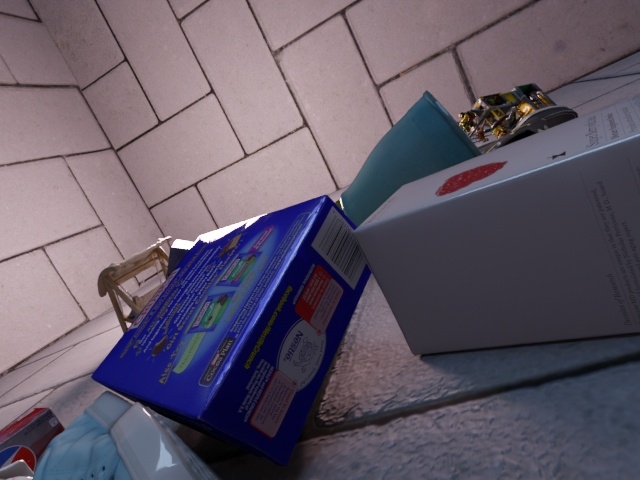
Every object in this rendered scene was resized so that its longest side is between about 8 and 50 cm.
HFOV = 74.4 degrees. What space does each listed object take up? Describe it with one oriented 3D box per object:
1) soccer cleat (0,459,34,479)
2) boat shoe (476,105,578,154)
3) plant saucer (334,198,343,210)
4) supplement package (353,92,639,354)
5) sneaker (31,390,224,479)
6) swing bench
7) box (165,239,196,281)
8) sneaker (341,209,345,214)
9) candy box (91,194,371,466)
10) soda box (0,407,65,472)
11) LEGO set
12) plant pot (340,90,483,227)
[{"bbox_3d":[-0.379,0.328,0.450,0.143,0.116,0.331,-33,12,-30],"label":"soccer cleat"},{"bbox_3d":[0.534,-0.251,1.095,0.324,0.116,0.097,-26,21,-2],"label":"boat shoe"},{"bbox_3d":[0.084,-0.058,1.220,0.188,0.045,0.188,-36,-27,-42],"label":"plant saucer"},{"bbox_3d":[0.220,-0.008,0.464,0.293,0.175,0.177,-19,13,37],"label":"supplement package"},{"bbox_3d":[-0.208,0.255,0.420,0.366,0.135,0.150,-23,21,53],"label":"sneaker"},{"bbox_3d":[-0.592,0.156,1.449,0.165,0.254,0.253,-20,12,31],"label":"swing bench"},{"bbox_3d":[-0.279,0.126,0.864,0.076,0.242,0.307,7,0,-17],"label":"box"},{"bbox_3d":[0.000,0.000,1.108,0.208,0.081,0.094,-52,-14,20],"label":"sneaker"},{"bbox_3d":[-0.116,0.100,0.543,0.317,0.122,0.268,-10,42,47],"label":"candy box"},{"bbox_3d":[-0.522,0.376,0.631,0.083,0.092,0.263,-18,13,38],"label":"soda box"},{"bbox_3d":[0.573,-0.319,1.276,0.331,0.192,0.255,-15,-28,-32],"label":"LEGO set"},{"bbox_3d":[0.189,-0.096,0.821,0.255,0.271,0.271,-39,5,21],"label":"plant pot"}]
